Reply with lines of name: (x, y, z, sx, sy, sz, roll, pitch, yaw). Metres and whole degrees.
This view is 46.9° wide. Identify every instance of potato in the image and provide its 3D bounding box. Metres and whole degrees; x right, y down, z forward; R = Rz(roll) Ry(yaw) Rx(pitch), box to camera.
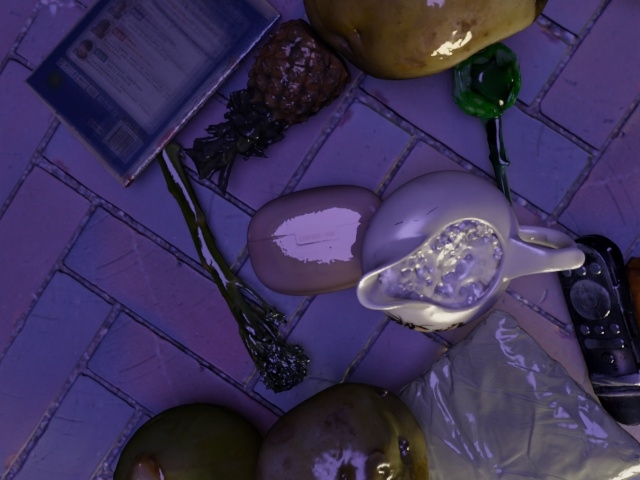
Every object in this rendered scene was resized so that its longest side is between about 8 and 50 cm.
potato: (0.102, -0.308, 0.901, 0.242, 0.242, 0.285, -43, 81, 6)
potato: (0.027, 0.332, 0.949, 0.203, 0.218, 0.350, 32, 133, 24)

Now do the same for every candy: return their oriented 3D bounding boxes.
candy: (0.242, -0.105, 0.996, 0.097, 0.097, 0.323, -12, 102, 5)

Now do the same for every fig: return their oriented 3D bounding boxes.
fig: (-0.182, 0.318, 0.982, 0.207, 0.230, 0.207, -16, 67, 41)

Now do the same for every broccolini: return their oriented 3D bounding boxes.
broccolini: (-0.122, 0.032, 1.036, 0.074, 0.079, 0.391, -25, 91, -27)

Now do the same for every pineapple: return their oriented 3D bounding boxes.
pineapple: (-0.079, -0.177, 0.993, 0.248, 0.128, 0.128, -43, 90, 12)

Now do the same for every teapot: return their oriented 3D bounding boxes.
teapot: (0.174, 0.014, 0.920, 0.300, 0.166, 0.208, -8, 101, -8)

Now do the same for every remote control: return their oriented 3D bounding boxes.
remote control: (0.393, 0.118, 0.996, 0.066, 0.090, 0.265, -22, 97, -32)

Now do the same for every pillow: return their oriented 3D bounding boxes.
pillow: (0.233, 0.265, 0.976, 0.274, 0.076, 0.281, 45, 121, 0)

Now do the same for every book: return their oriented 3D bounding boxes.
book: (-0.237, -0.264, 1.025, 0.322, 0.018, 0.228, -45, 80, 6)

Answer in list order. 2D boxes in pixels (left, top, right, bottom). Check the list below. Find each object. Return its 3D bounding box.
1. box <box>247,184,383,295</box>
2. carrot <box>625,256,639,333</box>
box: (0.000, 0.000, 1.007, 0.200, 0.088, 0.145, -11, 94, 4)
carrot: (0.458, 0.121, 0.989, 0.072, 0.072, 0.204, -9, 94, 5)
